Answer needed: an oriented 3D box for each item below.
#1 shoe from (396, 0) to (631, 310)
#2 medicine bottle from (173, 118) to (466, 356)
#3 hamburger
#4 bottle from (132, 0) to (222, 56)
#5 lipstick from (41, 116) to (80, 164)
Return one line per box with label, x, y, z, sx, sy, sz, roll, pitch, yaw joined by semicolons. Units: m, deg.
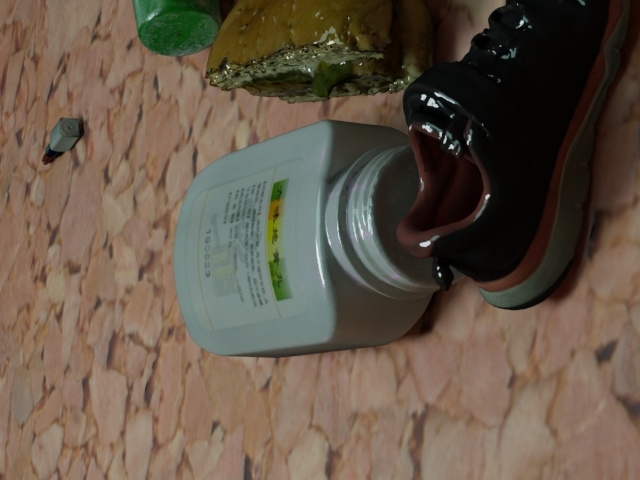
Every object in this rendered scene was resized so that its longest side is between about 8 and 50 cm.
shoe;0.121;-0.099;1.166;0.114;0.137;0.291;23;102;58
medicine bottle;0.000;0.000;1.370;0.324;0.124;0.179;-15;72;60
hamburger;-0.002;-0.181;1.411;0.262;0.124;0.131;2;85;59
bottle;-0.166;-0.348;1.760;0.093;0.093;0.330;-46;46;46
lipstick;-0.319;-0.116;2.038;0.107;0.025;0.025;-40;50;56
